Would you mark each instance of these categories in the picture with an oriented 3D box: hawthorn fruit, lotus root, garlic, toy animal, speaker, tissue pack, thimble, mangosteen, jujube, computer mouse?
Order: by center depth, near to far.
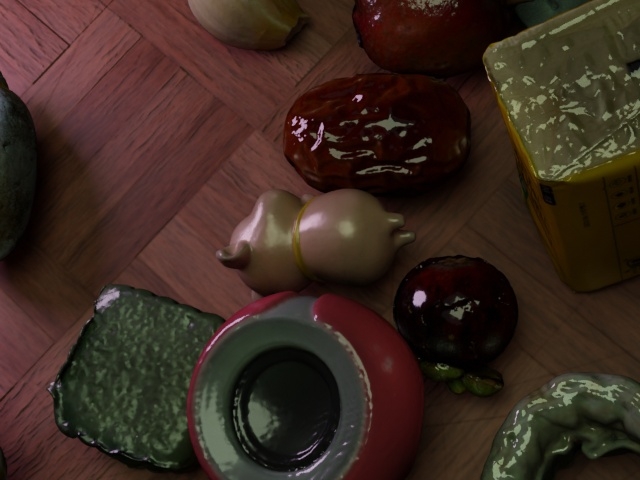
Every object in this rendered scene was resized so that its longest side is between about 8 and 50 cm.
[{"bbox_3d":[0.324,0.314,1.655,0.292,0.195,0.291,-7,67,17],"label":"thimble"},{"bbox_3d":[0.379,-0.125,1.698,0.293,0.382,0.228,-23,64,6],"label":"tissue pack"},{"bbox_3d":[-0.023,0.206,1.742,0.294,0.294,0.294,-5,70,13],"label":"speaker"},{"bbox_3d":[0.170,0.109,1.795,0.166,0.166,0.180,6,98,16],"label":"mangosteen"},{"bbox_3d":[0.001,0.003,1.864,0.248,0.165,0.149,-15,42,19],"label":"toy animal"},{"bbox_3d":[0.077,-0.140,1.897,0.251,0.174,0.174,4,72,13],"label":"jujube"},{"bbox_3d":[0.168,-0.317,1.918,0.250,0.215,0.215,5,72,14],"label":"hawthorn fruit"},{"bbox_3d":[0.326,-0.319,1.953,0.113,0.068,0.229,-38,53,15],"label":"computer mouse"},{"bbox_3d":[-0.471,-0.115,2.036,0.140,0.158,0.322,-1,65,12],"label":"lotus root"},{"bbox_3d":[-0.117,-0.386,2.070,0.164,0.145,0.244,-7,64,-23],"label":"garlic"}]

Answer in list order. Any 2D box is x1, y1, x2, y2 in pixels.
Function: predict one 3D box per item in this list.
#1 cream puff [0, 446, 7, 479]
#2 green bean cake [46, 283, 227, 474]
[{"bbox_3d":[-0.594,0.253,1.826,0.275,0.378,0.378,-34,64,-23],"label":"cream puff"},{"bbox_3d":[-0.232,0.187,1.882,0.223,0.125,0.227,18,78,17],"label":"green bean cake"}]
